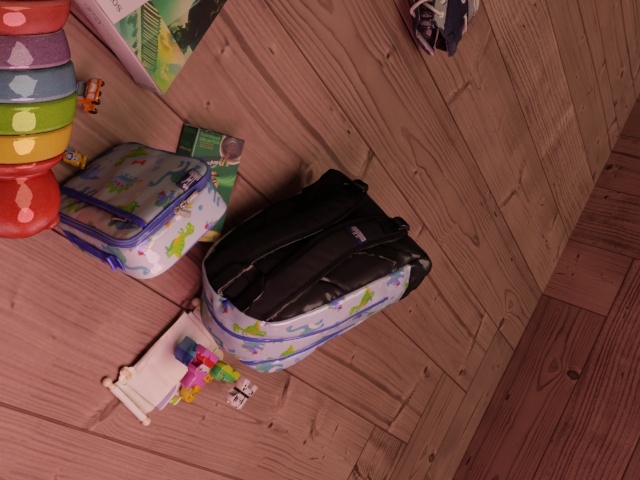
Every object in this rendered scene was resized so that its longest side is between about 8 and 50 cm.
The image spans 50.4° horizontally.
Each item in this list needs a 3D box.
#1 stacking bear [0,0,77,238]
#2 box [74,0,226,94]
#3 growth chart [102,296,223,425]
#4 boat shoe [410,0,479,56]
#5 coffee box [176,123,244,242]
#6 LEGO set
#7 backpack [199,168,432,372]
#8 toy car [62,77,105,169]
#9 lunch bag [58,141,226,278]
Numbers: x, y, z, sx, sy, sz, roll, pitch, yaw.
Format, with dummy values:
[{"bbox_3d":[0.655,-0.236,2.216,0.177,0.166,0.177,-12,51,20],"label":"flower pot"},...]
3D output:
[{"bbox_3d":[-0.366,-0.139,0.792,0.175,0.164,0.289,-21,127,-45],"label":"stacking bear"},{"bbox_3d":[-0.186,-0.386,0.912,0.322,0.058,0.232,-59,163,-11],"label":"box"},{"bbox_3d":[-0.257,0.217,1.204,0.237,0.021,0.172,-46,138,-28],"label":"growth chart"},{"bbox_3d":[0.233,-0.521,1.374,0.340,0.127,0.158,44,64,-52],"label":"boat shoe"},{"bbox_3d":[-0.194,-0.089,1.118,0.113,0.040,0.184,8,101,-54],"label":"coffee box"},{"bbox_3d":[-0.207,0.247,1.200,0.093,0.087,0.227,-55,149,-14],"label":"LEGO set"},{"bbox_3d":[-0.039,0.065,1.187,0.355,0.290,0.273,-24,150,-44],"label":"backpack"},{"bbox_3d":[-0.323,-0.160,0.913,0.040,0.060,0.122,14,89,-22],"label":"toy car"},{"bbox_3d":[-0.251,-0.046,0.918,0.176,0.219,0.090,-46,137,-27],"label":"lunch bag"}]
